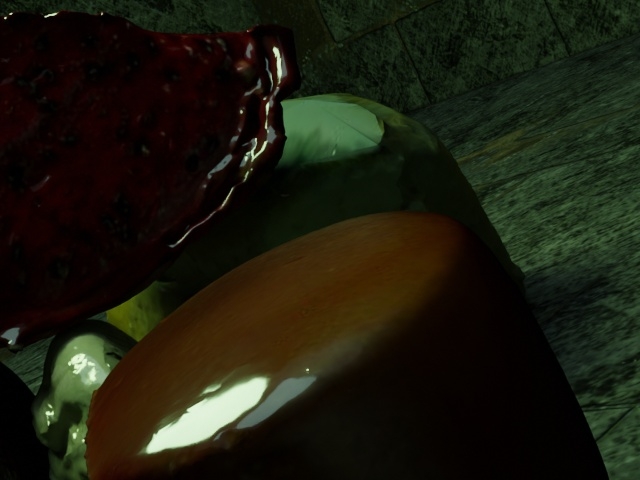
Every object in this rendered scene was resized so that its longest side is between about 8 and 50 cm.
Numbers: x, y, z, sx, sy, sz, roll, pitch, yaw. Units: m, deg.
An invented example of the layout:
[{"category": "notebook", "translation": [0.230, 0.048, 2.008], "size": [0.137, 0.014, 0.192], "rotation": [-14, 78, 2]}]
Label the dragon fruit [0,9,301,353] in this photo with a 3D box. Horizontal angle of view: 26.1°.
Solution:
[{"category": "dragon fruit", "translation": [-0.175, -0.045, 1.142], "size": [0.329, 0.286, 0.228], "rotation": [-10, -13, -15]}]

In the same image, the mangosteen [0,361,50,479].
[{"category": "mangosteen", "translation": [-0.345, 0.213, 1.067], "size": [0.311, 0.311, 0.311], "rotation": [-25, 9, 4]}]

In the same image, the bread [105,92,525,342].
[{"category": "bread", "translation": [0.005, -0.007, 1.299], "size": [0.395, 0.264, 0.239], "rotation": [-31, 32, -31]}]

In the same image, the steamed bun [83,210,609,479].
[{"category": "steamed bun", "translation": [0.023, 0.118, 0.784], "size": [0.248, 0.235, 0.379], "rotation": [-32, 8, -6]}]

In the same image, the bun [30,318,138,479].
[{"category": "bun", "translation": [-0.137, 0.173, 1.049], "size": [0.116, 0.210, 0.237], "rotation": [-38, 50, 3]}]
